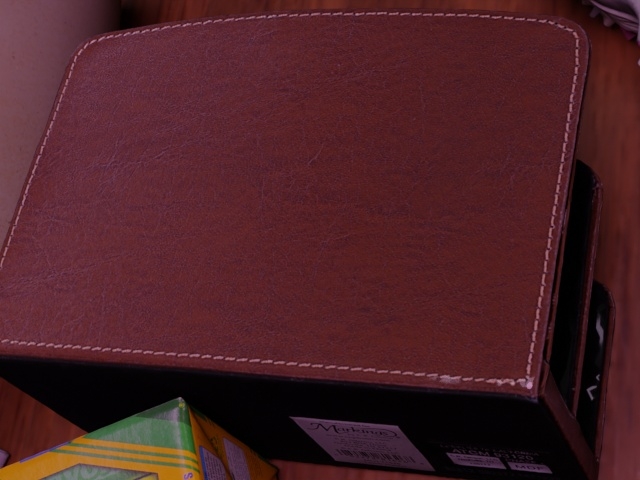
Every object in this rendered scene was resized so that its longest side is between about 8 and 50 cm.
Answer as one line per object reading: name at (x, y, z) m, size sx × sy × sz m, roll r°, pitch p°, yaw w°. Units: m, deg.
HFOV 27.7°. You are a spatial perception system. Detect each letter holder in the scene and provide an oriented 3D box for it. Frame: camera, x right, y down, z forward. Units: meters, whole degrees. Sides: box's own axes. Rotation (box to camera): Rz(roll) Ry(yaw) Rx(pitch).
letter holder at (0.000, 0.000, 0.709) m, size 0.302 × 0.152 × 0.214 m, roll 2°, pitch 65°, yaw 23°

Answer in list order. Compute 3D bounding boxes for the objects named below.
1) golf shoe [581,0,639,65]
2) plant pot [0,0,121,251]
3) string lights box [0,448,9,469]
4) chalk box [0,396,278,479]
golf shoe at (0.224, -0.135, 0.685) m, size 0.140 × 0.115 × 0.306 m, roll -48°, pitch 57°, yaw 18°
plant pot at (-0.236, -0.061, 0.801) m, size 0.257 × 0.256 × 0.274 m, roll -11°, pitch 78°, yaw 17°
string lights box at (-0.297, 0.210, 0.735) m, size 0.077 × 0.133 × 0.259 m, roll 16°, pitch 72°, yaw 29°
chalk box at (-0.126, 0.193, 0.674) m, size 0.213 × 0.132 × 0.132 m, roll -23°, pitch 58°, yaw 10°
